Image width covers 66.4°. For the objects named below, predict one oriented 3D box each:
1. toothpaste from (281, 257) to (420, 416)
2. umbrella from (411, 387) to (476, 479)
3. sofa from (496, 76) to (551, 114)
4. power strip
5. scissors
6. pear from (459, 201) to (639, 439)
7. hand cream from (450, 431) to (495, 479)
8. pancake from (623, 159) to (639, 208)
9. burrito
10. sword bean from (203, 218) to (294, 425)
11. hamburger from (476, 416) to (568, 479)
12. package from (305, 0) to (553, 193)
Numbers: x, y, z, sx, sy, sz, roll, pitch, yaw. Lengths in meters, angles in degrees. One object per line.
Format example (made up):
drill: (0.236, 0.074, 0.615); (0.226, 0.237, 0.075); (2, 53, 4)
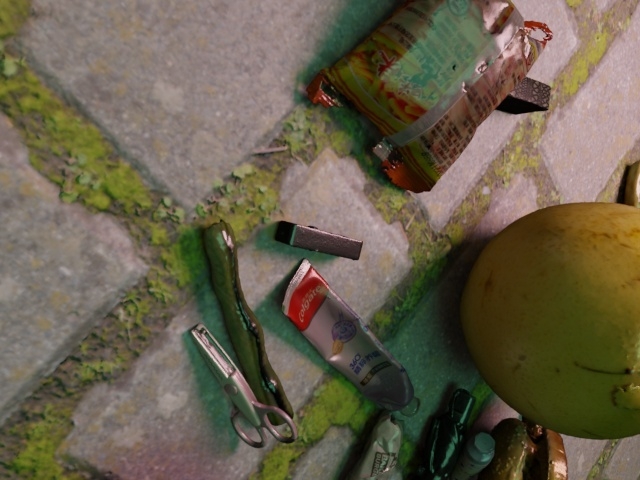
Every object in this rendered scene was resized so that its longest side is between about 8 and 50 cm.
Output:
toothpaste: (0.050, 0.150, 0.655); (0.075, 0.048, 0.301); (-47, 119, -12)
umbrella: (0.190, 0.350, 0.786); (0.066, 0.059, 0.235); (33, 79, -55)
sofa: (0.278, -0.216, 0.717); (0.118, 0.060, 0.039); (3, 90, -34)
power strip: (0.000, 0.000, 0.592); (0.111, 0.038, 0.029); (13, 91, -36)
scissors: (-0.095, 0.169, 0.559); (0.176, 0.086, 0.022); (60, 31, -15)
pear: (0.377, 0.111, 0.705); (0.349, 0.348, 0.347); (-8, 105, -32)
hand cream: (0.250, 0.363, 0.808); (0.065, 0.043, 0.170); (-30, 146, -24)
pancake: (0.742, -0.009, 1.085); (0.427, 0.067, 0.304); (45, 67, -31)
burrito: (0.064, 0.339, 0.696); (0.064, 0.064, 0.203); (38, 78, -33)
sword bean: (-0.083, 0.103, 0.559); (0.043, 0.038, 0.269); (-28, 114, -33)
hamburger: (0.333, 0.384, 0.822); (0.182, 0.118, 0.190); (68, 43, -75)
package: (0.146, -0.216, 0.592); (0.223, 0.108, 0.288); (37, 89, -28)
